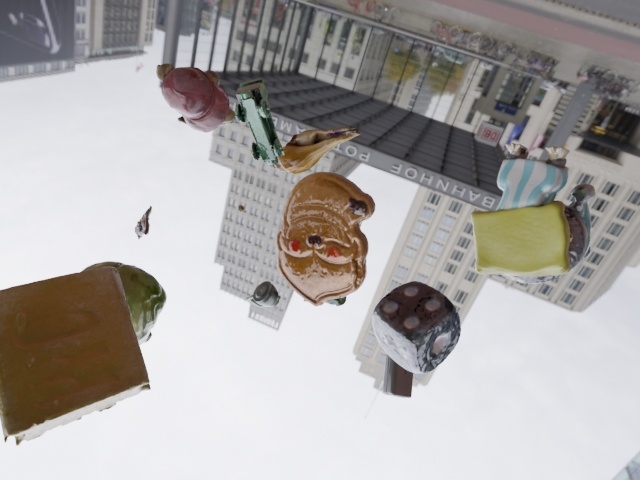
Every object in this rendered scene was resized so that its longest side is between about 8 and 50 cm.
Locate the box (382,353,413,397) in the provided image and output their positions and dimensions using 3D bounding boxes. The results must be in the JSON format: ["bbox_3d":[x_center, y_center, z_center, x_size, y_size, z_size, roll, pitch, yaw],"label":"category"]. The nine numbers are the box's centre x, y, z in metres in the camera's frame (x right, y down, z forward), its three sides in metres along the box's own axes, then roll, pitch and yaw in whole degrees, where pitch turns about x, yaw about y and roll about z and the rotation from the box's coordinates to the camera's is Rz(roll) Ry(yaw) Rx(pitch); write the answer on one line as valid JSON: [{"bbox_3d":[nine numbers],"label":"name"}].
[{"bbox_3d":[0.269,0.401,1.425,0.103,0.243,0.055,21,157,-32],"label":"box"}]

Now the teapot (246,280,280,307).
[{"bbox_3d":[-0.210,0.215,1.631,0.124,0.092,0.091,1,144,45],"label":"teapot"}]

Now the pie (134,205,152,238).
[{"bbox_3d":[-0.482,-0.051,1.153,0.033,0.088,0.191,21,166,-25],"label":"pie"}]

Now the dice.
[{"bbox_3d":[0.262,0.237,1.159,0.182,0.181,0.183,-32,-142,-21],"label":"dice"}]

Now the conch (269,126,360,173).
[{"bbox_3d":[-0.023,-0.260,1.229,0.331,0.093,0.109,-10,-126,29],"label":"conch"}]

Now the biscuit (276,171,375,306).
[{"bbox_3d":[-0.001,0.000,1.404,0.350,0.454,0.078,14,-165,34],"label":"biscuit"}]

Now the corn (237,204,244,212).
[{"bbox_3d":[-0.314,-0.127,1.659,0.027,0.028,0.083,-28,-163,-5],"label":"corn"}]

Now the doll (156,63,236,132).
[{"bbox_3d":[-0.332,-0.393,1.167,0.196,0.152,0.256,14,-178,-1],"label":"doll"}]

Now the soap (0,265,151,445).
[{"bbox_3d":[-0.594,0.256,1.002,0.294,0.156,0.334,-14,-111,-26],"label":"soap"}]

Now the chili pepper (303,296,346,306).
[{"bbox_3d":[0.010,0.219,1.750,0.225,0.097,0.061,5,167,39],"label":"chili pepper"}]

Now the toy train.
[{"bbox_3d":[-0.148,-0.294,1.067,0.083,0.200,0.132,-8,-140,10],"label":"toy train"}]

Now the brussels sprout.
[{"bbox_3d":[-0.627,0.199,1.281,0.274,0.316,0.242,23,-146,-18],"label":"brussels sprout"}]

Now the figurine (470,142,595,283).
[{"bbox_3d":[0.623,-0.070,1.191,0.267,0.360,0.378,18,-164,41],"label":"figurine"}]
